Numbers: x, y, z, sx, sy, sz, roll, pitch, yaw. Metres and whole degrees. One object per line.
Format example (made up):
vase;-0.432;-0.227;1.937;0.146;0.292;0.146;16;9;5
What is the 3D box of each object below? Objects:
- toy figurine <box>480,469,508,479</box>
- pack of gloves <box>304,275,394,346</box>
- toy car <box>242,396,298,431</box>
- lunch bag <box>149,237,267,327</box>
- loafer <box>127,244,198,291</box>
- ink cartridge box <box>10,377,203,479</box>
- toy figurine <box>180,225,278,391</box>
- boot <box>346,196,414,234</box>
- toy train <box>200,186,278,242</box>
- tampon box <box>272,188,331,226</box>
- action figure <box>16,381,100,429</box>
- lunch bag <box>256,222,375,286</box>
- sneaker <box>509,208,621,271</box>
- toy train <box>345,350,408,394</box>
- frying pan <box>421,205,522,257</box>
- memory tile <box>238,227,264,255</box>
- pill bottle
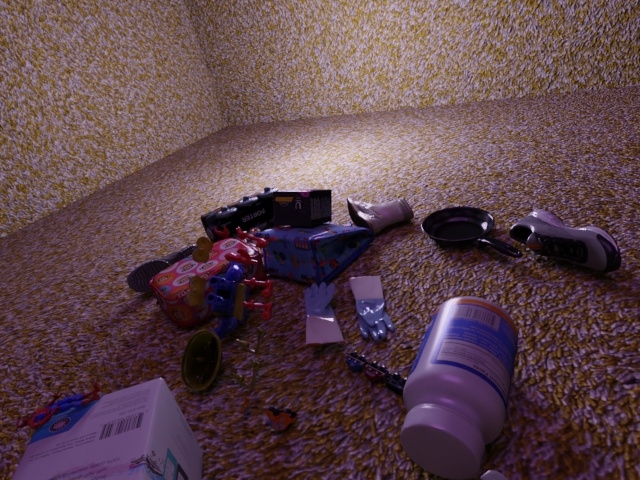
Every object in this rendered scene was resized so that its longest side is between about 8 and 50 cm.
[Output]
toy figurine;0.246;0.369;0.446;0.210;0.148;0.213;-7;30;26
pack of gloves;0.062;0.171;1.026;0.195;0.046;0.232;-3;30;-2
toy car;-0.096;0.326;0.816;0.122;0.060;0.040;-7;68;50
lunch bag;-0.326;0.100;1.238;0.293;0.120;0.258;-30;31;-27
loafer;-0.491;0.094;1.385;0.251;0.094;0.087;-26;4;-40
ink cartridge box;-0.297;0.381;0.611;0.198;0.197;0.270;-17;27;-3
toy figurine;-0.197;0.170;1.046;0.191;0.217;0.362;3;73;3
boot;0.188;-0.100;1.417;0.165;0.077;0.213;-20;33;-10
toy train;-0.271;-0.095;1.575;0.334;0.142;0.190;-30;22;-28
tampon box;-0.050;-0.099;1.288;0.121;0.101;0.161;2;8;23
action figure;-0.399;0.253;0.663;0.115;0.030;0.038;-25;31;-17
lunch bag;0.000;0.000;1.285;0.221;0.138;0.293;8;25;41
sneaker;0.557;0.011;1.009;0.108;0.100;0.271;-22;25;-13
toy train;0.106;0.256;0.842;0.158;0.027;0.036;17;51;44
frying pan;0.430;-0.026;1.187;0.197;0.053;0.326;-33;34;-31
memory tile;-0.217;0.011;1.428;0.113;0.012;0.148;25;42;19
pill bottle;0.223;0.227;0.703;0.152;0.152;0.272;3;33;30
